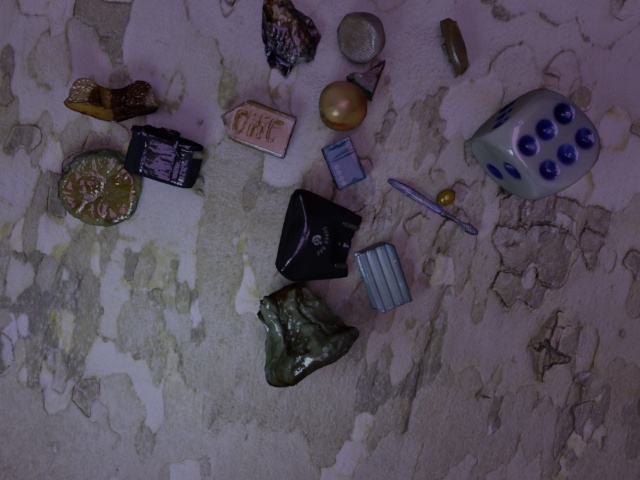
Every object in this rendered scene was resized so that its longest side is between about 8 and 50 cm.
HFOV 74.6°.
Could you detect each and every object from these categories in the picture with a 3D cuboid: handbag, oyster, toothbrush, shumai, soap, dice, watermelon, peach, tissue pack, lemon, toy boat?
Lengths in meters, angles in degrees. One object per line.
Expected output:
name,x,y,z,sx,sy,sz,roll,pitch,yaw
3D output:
handbag,0.000,0.000,1.577,0.287,0.152,0.343,11,98,-20
oyster,-0.118,-0.750,1.490,0.271,0.100,0.275,32,91,-21
toothbrush,0.435,-0.130,1.625,0.413,0.042,0.035,31,86,-5
shumai,-0.082,0.321,1.528,0.397,0.324,0.324,-36,78,41
soap,0.242,0.142,1.615,0.150,0.094,0.262,-21,100,-10
dice,0.740,-0.332,1.476,0.277,0.304,0.304,-42,98,3
watermelon,0.191,-0.580,1.528,0.158,0.098,0.121,-25,98,-3
peach,0.083,-0.477,1.495,0.183,0.184,0.185,0,98,-2
tissue pack,0.086,-0.285,1.565,0.119,0.082,0.169,-24,98,2
lemon,0.482,-0.166,1.609,0.083,0.062,0.062,-34,98,-4
handbag,-0.547,-0.305,1.491,0.254,0.181,0.182,18,104,-6
soap,-0.231,-0.416,1.536,0.257,0.080,0.161,18,96,-5
toy boat,0.483,-0.702,1.533,0.064,0.072,0.206,-28,109,-14

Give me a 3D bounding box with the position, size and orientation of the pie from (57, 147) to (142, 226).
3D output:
pie,-0.802,-0.191,1.547,0.305,0.071,0.307,-1,101,-4

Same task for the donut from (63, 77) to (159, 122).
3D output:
donut,-0.719,-0.495,1.483,0.294,0.151,0.113,-1,84,-15

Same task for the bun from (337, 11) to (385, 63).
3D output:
bun,0.150,-0.727,1.493,0.166,0.113,0.173,-13,114,40
